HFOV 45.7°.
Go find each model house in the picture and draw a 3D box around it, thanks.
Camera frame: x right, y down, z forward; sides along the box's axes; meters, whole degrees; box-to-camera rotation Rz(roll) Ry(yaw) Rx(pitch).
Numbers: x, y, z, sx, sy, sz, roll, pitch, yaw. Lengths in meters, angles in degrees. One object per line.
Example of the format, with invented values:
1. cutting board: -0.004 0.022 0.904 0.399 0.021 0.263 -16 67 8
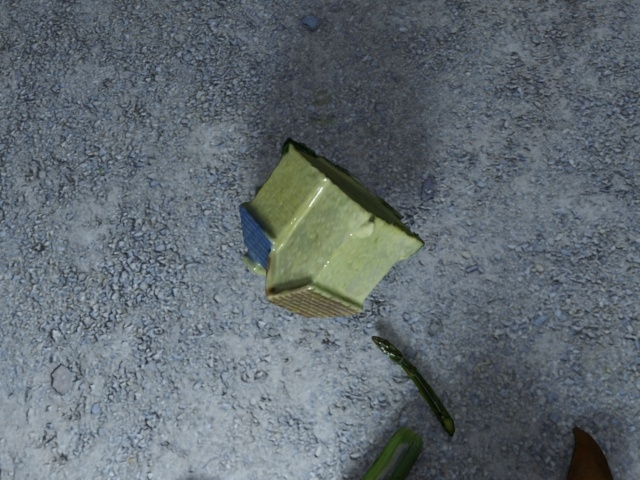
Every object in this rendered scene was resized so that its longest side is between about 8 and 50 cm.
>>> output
1. model house: 0.000 0.000 1.480 0.266 0.261 0.321 -52 50 9

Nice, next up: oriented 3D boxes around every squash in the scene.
1. squash: 0.100 0.427 1.329 0.066 0.066 0.229 34 72 19

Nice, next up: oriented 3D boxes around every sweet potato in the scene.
1. sweet potato: 0.423 0.475 1.253 0.106 0.095 0.354 -7 50 49

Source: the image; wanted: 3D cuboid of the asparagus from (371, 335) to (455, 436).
1. asparagus: 0.177 0.263 1.420 0.034 0.027 0.236 -30 65 -21
